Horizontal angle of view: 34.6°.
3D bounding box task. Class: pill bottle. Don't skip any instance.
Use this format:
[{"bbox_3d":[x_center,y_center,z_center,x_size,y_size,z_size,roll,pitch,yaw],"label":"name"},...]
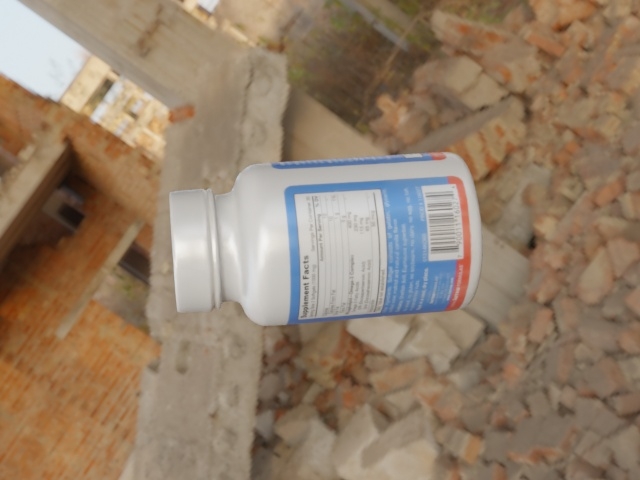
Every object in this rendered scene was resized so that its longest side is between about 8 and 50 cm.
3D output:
[{"bbox_3d":[0.000,0.000,0.776,0.124,0.222,0.124,176,90,-83],"label":"pill bottle"}]
